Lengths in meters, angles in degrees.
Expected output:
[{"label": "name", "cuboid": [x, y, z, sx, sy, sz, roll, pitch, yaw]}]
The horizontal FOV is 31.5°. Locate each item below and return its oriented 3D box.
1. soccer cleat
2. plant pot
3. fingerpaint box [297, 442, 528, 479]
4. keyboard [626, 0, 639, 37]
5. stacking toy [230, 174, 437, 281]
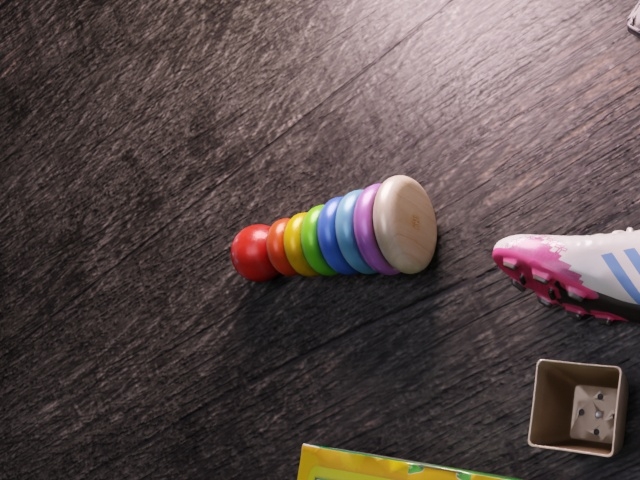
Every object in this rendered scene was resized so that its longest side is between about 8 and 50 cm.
[{"label": "soccer cleat", "cuboid": [0.386, 0.036, 1.447, 0.331, 0.116, 0.143, 20, 73, 33]}, {"label": "plant pot", "cuboid": [0.334, 0.214, 1.426, 0.109, 0.096, 0.109, 2, 77, 33]}, {"label": "fingerpaint box", "cuboid": [0.164, 0.470, 1.409, 0.444, 0.163, 0.371, 0, 77, 39]}, {"label": "keyboard", "cuboid": [0.563, -0.367, 1.478, 0.317, 0.033, 0.201, -55, 50, 9]}, {"label": "stacking toy", "cuboid": [0.000, 0.000, 1.682, 0.330, 0.141, 0.141, -11, 72, 34]}]
